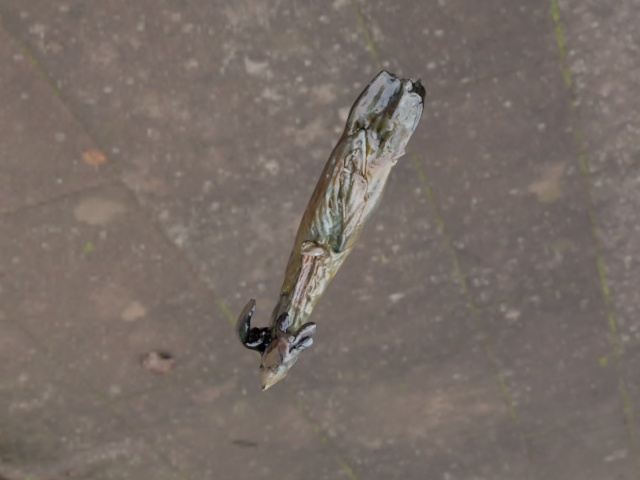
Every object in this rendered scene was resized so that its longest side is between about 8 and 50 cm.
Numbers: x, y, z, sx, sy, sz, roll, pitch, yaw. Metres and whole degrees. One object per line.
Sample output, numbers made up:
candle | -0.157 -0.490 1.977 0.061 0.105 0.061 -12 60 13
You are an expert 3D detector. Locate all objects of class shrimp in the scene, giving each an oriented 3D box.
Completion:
shrimp | 0.000 0.000 0.730 0.046 0.152 0.219 27 124 0
